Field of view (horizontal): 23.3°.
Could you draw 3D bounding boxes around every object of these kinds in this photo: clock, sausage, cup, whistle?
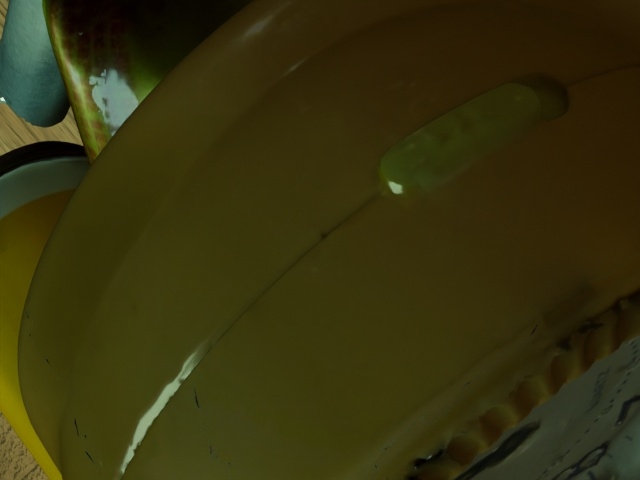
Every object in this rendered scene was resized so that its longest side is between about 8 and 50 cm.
[{"bbox_3d":[0.062,0.005,0.466,0.200,0.317,0.244,46,159,28],"label":"clock"},{"bbox_3d":[-0.076,-0.053,0.867,0.125,0.117,0.317,2,122,26],"label":"sausage"},{"bbox_3d":[-0.154,0.072,1.069,0.279,0.196,0.196,52,163,38],"label":"cup"},{"bbox_3d":[-0.174,-0.143,1.006,0.062,0.062,0.312,50,157,1],"label":"whistle"}]
